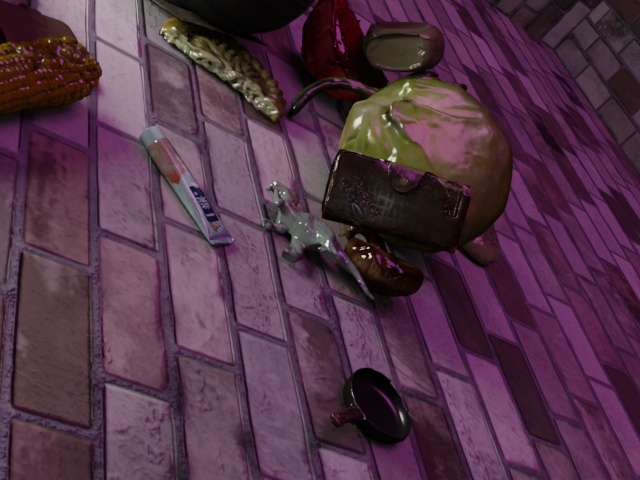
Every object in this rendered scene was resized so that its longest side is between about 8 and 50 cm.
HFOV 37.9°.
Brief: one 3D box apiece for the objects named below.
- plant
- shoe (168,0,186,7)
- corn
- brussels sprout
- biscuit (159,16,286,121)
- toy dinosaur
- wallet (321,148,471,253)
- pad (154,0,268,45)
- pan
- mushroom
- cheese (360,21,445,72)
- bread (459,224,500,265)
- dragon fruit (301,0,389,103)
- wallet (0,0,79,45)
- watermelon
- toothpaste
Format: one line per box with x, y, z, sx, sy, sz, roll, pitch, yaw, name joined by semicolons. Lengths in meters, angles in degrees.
0.137;-0.274;1.847;0.333;0.180;0.251;31;73;-39;plant
-0.311;-0.511;1.765;0.179;0.049;0.071;42;22;10;shoe
-0.397;-0.206;1.195;0.097;0.097;0.320;46;28;5;corn
0.183;-0.120;1.658;0.328;0.247;0.328;4;71;-12;brussels sprout
-0.169;-0.337;1.746;0.273;0.036;0.187;35;24;-14;biscuit
0.000;0.000;1.473;0.242;0.053;0.167;35;24;0;toy dinosaur
0.123;-0.065;1.510;0.232;0.122;0.031;15;-5;-1;wallet
-0.224;-0.426;1.781;0.158;0.003;0.235;39;21;33;pad
0.056;0.230;1.237;0.115;0.040;0.212;53;21;16;pan
0.089;0.035;1.524;0.170;0.080;0.135;46;8;34;mushroom
0.168;-0.406;1.938;0.175;0.091;0.202;1;19;-3;cheese
0.286;-0.073;1.973;0.207;0.056;0.286;31;28;-27;bread
0.038;-0.384;1.979;0.189;0.163;0.262;13;-36;54;dragon fruit
-0.410;-0.291;1.351;0.152;0.039;0.118;8;48;-53;wallet
-0.154;-0.530;1.699;0.359;0.279;0.279;27;31;-46;watermelon
-0.194;-0.077;1.347;0.205;0.036;0.056;55;30;13;toothpaste
